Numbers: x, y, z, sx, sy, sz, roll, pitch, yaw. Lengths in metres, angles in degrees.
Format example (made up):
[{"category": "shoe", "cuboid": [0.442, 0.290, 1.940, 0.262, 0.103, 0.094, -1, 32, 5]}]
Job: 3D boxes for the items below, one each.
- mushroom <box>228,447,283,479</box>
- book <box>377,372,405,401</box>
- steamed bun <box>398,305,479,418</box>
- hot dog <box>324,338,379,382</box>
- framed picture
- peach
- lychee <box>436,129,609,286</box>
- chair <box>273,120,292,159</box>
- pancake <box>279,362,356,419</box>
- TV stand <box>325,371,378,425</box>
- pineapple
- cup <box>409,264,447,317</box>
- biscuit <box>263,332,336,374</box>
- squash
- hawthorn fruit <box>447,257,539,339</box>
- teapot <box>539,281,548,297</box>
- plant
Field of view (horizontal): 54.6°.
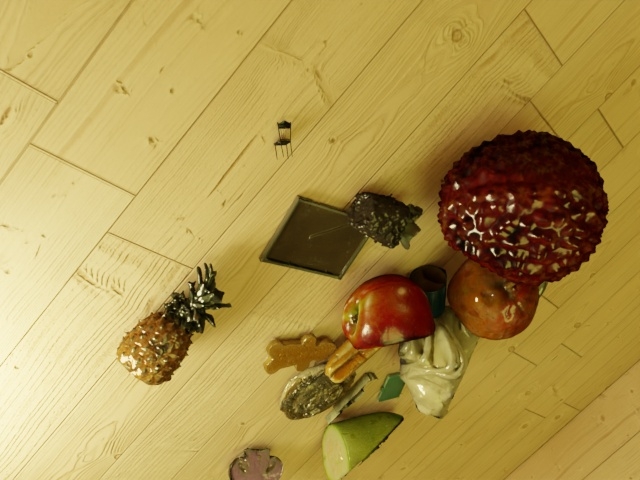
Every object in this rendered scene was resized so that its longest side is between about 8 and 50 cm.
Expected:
[{"category": "mushroom", "cuboid": [-0.234, 0.796, 2.152, 0.188, 0.141, 0.117, 7, 156, -23]}, {"category": "book", "cuboid": [0.268, 0.540, 2.295, 0.103, 0.017, 0.135, -5, 129, -30]}, {"category": "steamed bun", "cuboid": [0.377, 0.379, 2.070, 0.393, 0.238, 0.346, -64, 163, -4]}, {"category": "hot dog", "cuboid": [0.114, 0.353, 1.993, 0.249, 0.076, 0.102, -41, 110, -12]}, {"category": "framed picture", "cuboid": [0.000, 0.000, 1.688, 0.289, 0.016, 0.213, 15, 117, -38]}, {"category": "peach", "cuboid": [0.212, 0.220, 1.835, 0.275, 0.249, 0.245, 6, 101, -28]}, {"category": "lychee", "cuboid": [0.557, -0.082, 1.652, 0.500, 0.424, 0.424, 4, 126, -10]}, {"category": "chair", "cuboid": [-0.087, -0.231, 1.435, 0.037, 0.042, 0.086, -6, 93, -27]}, {"category": "pancake", "cuboid": [-0.007, 0.503, 2.082, 0.283, 0.049, 0.282, -16, 133, -17]}, {"category": "TV stand", "cuboid": [0.105, 0.562, 2.205, 0.249, 0.036, 0.042, -48, 135, 13]}, {"category": "pineapple", "cuboid": [-0.360, 0.203, 1.571, 0.340, 0.169, 0.169, -51, 134, 1]}, {"category": "cup", "cuboid": [0.356, 0.160, 1.961, 0.150, 0.113, 0.138, -21, 136, -11]}, {"category": "biscuit", "cuboid": [-0.064, 0.345, 1.926, 0.240, 0.035, 0.158, -2, 129, -28]}, {"category": "squash", "cuboid": [0.183, 0.752, 2.292, 0.309, 0.210, 0.233, 0, 143, -25]}, {"category": "hawthorn fruit", "cuboid": [0.527, 0.157, 1.863, 0.277, 0.277, 0.298, -28, 170, -7]}, {"category": "teapot", "cuboid": [0.683, 0.168, 2.130, 0.220, 0.149, 0.318, -32, 134, -18]}, {"category": "plant", "cuboid": [0.179, -0.056, 1.655, 0.203, 0.131, 0.142, 25, 95, -29]}]
